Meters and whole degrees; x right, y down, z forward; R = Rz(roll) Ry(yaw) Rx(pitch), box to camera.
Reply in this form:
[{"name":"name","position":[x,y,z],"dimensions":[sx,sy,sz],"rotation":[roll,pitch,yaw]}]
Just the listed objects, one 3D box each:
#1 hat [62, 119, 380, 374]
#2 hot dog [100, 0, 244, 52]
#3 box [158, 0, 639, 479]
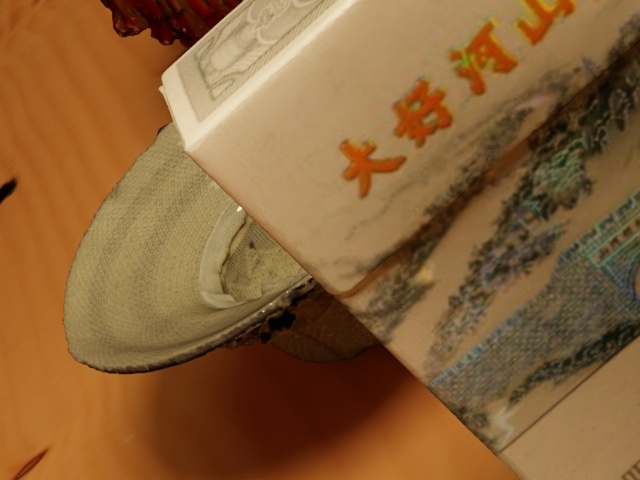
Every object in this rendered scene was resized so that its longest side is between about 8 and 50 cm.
[{"name":"hat","position":[0.000,0.000,0.878],"dimensions":[0.252,0.110,0.252],"rotation":[-32,28,20]},{"name":"hot dog","position":[-0.013,-0.192,1.067],"dimensions":[0.223,0.185,0.405],"rotation":[-52,28,-14]},{"name":"box","position":[0.092,-0.014,0.618],"dimensions":[0.164,0.256,0.069],"rotation":[-41,27,8]}]
